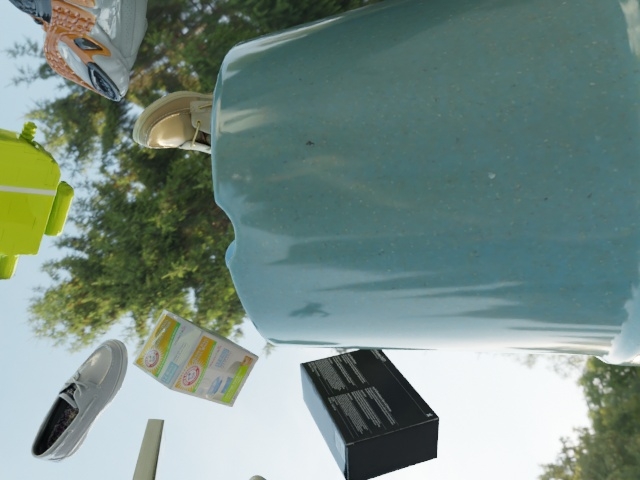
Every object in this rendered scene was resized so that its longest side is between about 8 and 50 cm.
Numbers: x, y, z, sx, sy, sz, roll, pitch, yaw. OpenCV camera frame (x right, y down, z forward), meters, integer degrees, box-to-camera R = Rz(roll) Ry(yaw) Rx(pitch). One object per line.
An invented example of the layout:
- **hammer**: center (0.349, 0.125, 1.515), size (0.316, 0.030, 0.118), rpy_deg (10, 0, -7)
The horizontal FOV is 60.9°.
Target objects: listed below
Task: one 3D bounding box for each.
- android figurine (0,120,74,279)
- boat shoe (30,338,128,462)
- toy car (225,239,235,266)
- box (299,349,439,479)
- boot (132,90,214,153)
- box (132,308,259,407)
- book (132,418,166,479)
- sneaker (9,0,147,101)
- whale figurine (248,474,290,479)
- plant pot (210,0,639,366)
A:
- **android figurine**: center (-0.507, -0.061, 0.835), size (0.248, 0.273, 0.056), rpy_deg (1, -149, -47)
- **boat shoe**: center (-0.343, 0.222, 0.770), size (0.184, 0.066, 0.063), rpy_deg (-57, -20, -11)
- **toy car**: center (0.000, 0.000, 0.897), size (0.237, 0.219, 0.211), rpy_deg (-12, -61, -37)
- **box**: center (0.087, 0.328, 1.069), size (0.261, 0.184, 0.103), rpy_deg (-134, 36, -62)
- **boot**: center (-0.173, -0.169, 0.966), size (0.203, 0.095, 0.262), rpy_deg (44, -145, 15)
- **box**: center (-0.224, 0.221, 1.006), size (0.114, 0.103, 0.203), rpy_deg (-61, -32, -12)
- **book**: center (-0.245, 0.342, 0.772), size (0.035, 0.096, 0.144), rpy_deg (6, -131, -8)
- **sneaker**: center (-0.217, -0.243, 0.502), size (0.099, 0.262, 0.121), rpy_deg (22, -106, -7)
- **whale figurine**: center (-0.105, 0.583, 1.090), size (0.141, 0.271, 0.216), rpy_deg (27, -135, -60)
- **plant pot**: center (0.115, -0.053, 0.430), size (0.341, 0.333, 0.342), rpy_deg (-6, -90, -79)
